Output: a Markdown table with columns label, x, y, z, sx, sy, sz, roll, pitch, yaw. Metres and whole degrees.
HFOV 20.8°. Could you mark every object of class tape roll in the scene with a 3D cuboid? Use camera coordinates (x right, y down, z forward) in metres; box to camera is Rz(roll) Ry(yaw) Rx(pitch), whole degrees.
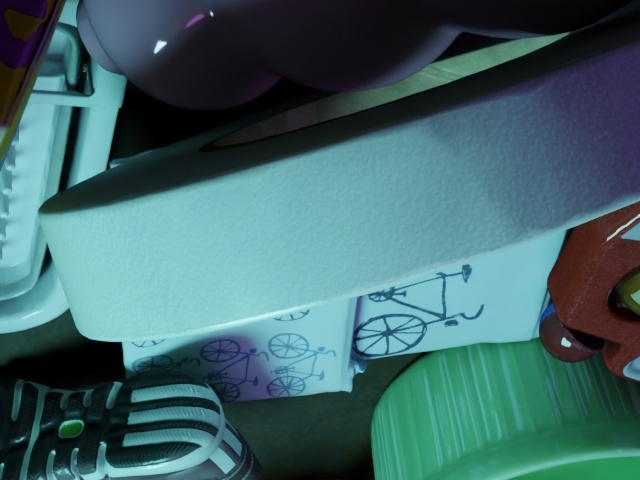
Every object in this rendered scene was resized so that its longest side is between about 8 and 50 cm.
| label | x | y | z | sx | sy | sz | roll | pitch | yaw |
| --- | --- | --- | --- | --- | --- | --- | --- | --- | --- |
| tape roll | 0.045 | -0.047 | 0.911 | 0.392 | 0.072 | 0.392 | -17 | -172 | 3 |

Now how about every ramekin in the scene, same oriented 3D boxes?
| label | x | y | z | sx | sy | sz | roll | pitch | yaw |
| --- | --- | --- | --- | --- | --- | --- | --- | --- | --- |
| ramekin | 0.186 | 0.190 | 1.470 | 0.303 | 0.148 | 0.303 | -8 | 145 | -6 |

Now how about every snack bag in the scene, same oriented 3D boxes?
| label | x | y | z | sx | sy | sz | roll | pitch | yaw |
| --- | --- | --- | --- | --- | --- | --- | --- | --- | --- |
| snack bag | 0.024 | 0.022 | 1.237 | 0.342 | 0.037 | 0.323 | -7 | 148 | -8 |

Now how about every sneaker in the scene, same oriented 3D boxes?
| label | x | y | z | sx | sy | sz | roll | pitch | yaw |
| --- | --- | --- | --- | --- | --- | --- | --- | --- | --- |
| sneaker | -0.172 | 0.180 | 1.333 | 0.281 | 0.106 | 0.162 | -5 | 147 | 28 |

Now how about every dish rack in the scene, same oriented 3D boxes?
| label | x | y | z | sx | sy | sz | roll | pitch | yaw |
| --- | --- | --- | --- | --- | --- | --- | --- | --- | --- |
| dish rack | -0.275 | -0.058 | 1.051 | 0.285 | 0.072 | 0.333 | -1 | 144 | -17 |

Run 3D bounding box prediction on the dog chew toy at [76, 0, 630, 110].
| label | x | y | z | sx | sy | sz | roll | pitch | yaw |
| --- | --- | --- | --- | --- | --- | --- | --- | --- | --- |
| dog chew toy | 0.022 | -0.170 | 0.870 | 0.331 | 0.207 | 0.206 | -23 | 144 | 21 |

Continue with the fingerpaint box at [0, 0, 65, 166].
| label | x | y | z | sx | sy | sz | roll | pitch | yaw |
| --- | --- | --- | --- | --- | --- | --- | --- | --- | --- |
| fingerpaint box | -0.327 | -0.069 | 0.766 | 0.371 | 0.163 | 0.445 | 21 | 148 | -10 |

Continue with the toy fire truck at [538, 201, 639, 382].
| label | x | y | z | sx | sy | sz | roll | pitch | yaw |
| --- | --- | --- | --- | --- | --- | --- | --- | --- | --- |
| toy fire truck | 0.296 | 0.031 | 1.257 | 0.302 | 0.169 | 0.254 | 16 | 136 | -36 |
